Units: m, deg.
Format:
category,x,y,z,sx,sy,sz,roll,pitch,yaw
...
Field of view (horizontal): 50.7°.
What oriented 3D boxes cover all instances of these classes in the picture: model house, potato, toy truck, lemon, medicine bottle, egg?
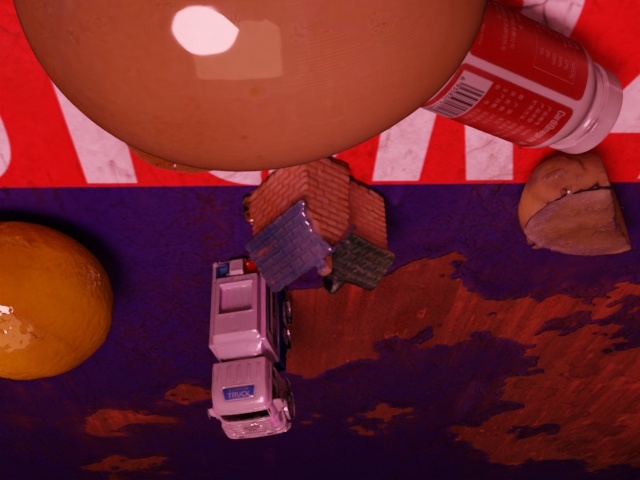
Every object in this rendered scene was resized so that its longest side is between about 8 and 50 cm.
category,x,y,z,sx,sy,sz,roll,pitch,yaw
model house,0.000,0.000,0.954,0.183,0.172,0.166,21,137,-32
potato,0.362,-0.050,0.984,0.138,0.098,0.243,-17,149,24
toy truck,-0.118,0.171,1.103,0.124,0.268,0.155,-10,143,7
lemon,-0.432,0.088,0.991,0.236,0.236,0.263,-8,175,5
medicine bottle,0.206,-0.182,0.751,0.250,0.131,0.131,15,141,-25
egg,-0.049,-0.206,0.542,0.374,0.301,0.301,-5,145,-1

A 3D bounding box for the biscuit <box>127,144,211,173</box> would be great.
category,x,y,z,sx,sy,sz,roll,pitch,yaw
biscuit,-0.152,-0.164,0.811,0.181,0.049,0.208,14,141,-24
